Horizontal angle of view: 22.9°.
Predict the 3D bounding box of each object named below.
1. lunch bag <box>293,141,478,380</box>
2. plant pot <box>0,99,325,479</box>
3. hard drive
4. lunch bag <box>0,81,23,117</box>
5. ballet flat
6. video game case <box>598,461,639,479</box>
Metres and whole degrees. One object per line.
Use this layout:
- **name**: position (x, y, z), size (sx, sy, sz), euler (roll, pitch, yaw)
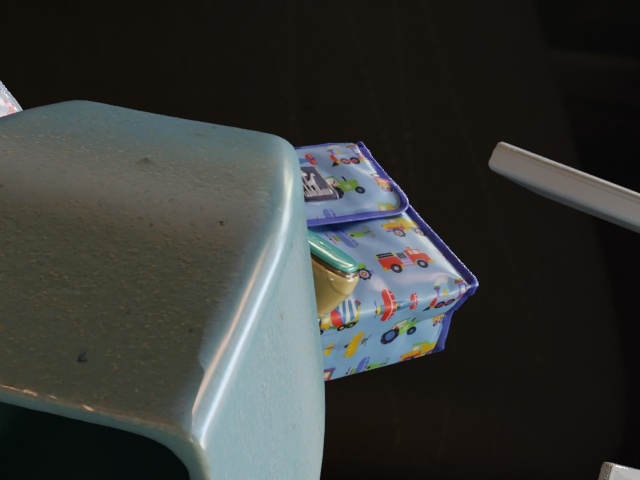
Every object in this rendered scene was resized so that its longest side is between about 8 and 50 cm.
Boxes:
- **lunch bag**: position (0.000, 0.000, 1.785), size (0.221, 0.138, 0.293), euler (-11, 55, -30)
- **plant pot**: position (-0.115, 0.063, 0.867), size (0.247, 0.247, 0.252), euler (11, 47, 17)
- **hard drive**: position (0.383, -0.039, 1.979), size (0.307, 0.040, 0.203), euler (24, 3, 29)
- **lunch bag**: position (-0.275, -0.093, 1.244), size (0.083, 0.053, 0.071), euler (52, 31, -16)
- **ballet flat**: position (-0.068, -0.010, 1.533), size (0.232, 0.073, 0.080), euler (40, 23, 15)
- **video game case**: position (0.290, 0.284, 1.376), size (0.143, 0.019, 0.157), euler (16, 87, -21)
